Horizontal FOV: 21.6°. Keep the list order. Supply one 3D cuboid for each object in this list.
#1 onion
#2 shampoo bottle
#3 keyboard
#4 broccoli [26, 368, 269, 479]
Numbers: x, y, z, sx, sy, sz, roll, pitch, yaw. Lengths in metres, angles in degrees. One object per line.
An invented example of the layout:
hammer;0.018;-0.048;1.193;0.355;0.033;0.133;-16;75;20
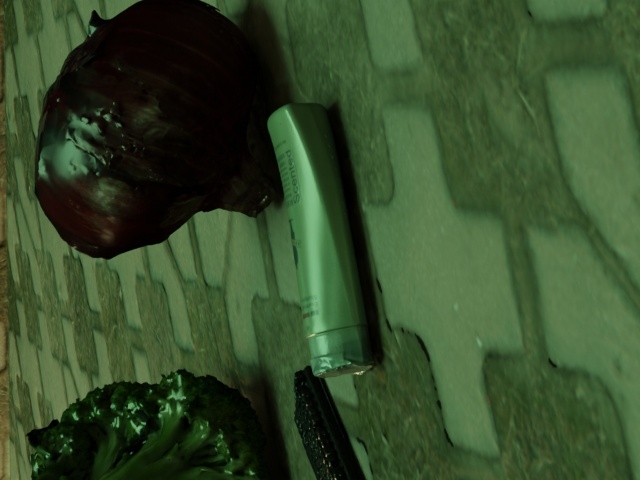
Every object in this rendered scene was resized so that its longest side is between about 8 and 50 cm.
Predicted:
onion;-0.138;-0.087;1.471;0.252;0.219;0.252;-55;-2;-3
shampoo bottle;0.000;0.000;1.301;0.072;0.049;0.212;144;117;-65
keyboard;0.017;0.206;1.373;0.231;0.023;0.072;-115;23;-44
broccoli;-0.173;0.279;1.598;0.304;0.283;0.321;-34;69;35
